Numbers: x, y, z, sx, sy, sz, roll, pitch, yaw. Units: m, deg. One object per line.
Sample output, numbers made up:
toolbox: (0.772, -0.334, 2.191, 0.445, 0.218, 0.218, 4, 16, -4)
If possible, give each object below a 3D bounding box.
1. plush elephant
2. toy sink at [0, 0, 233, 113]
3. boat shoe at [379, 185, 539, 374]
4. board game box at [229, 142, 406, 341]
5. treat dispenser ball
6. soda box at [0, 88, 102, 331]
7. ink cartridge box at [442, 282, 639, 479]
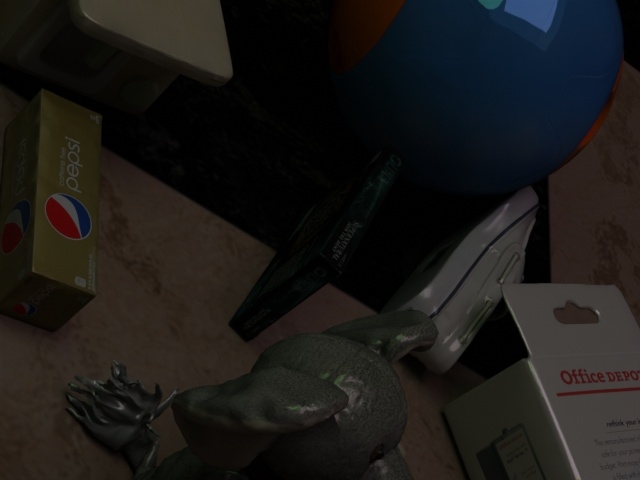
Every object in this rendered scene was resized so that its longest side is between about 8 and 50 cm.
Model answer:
plush elephant: (-0.008, 0.176, 1.121, 0.330, 0.255, 0.272, 55, 37, 3)
toy sink: (-0.184, -0.204, 1.351, 0.153, 0.131, 0.234, 19, 43, -37)
boat shoe: (0.154, 0.035, 1.545, 0.088, 0.096, 0.267, 53, 38, -6)
board game box: (0.000, 0.000, 1.382, 0.026, 0.126, 0.186, 45, 38, -10)
treat dispenser ball: (0.150, -0.186, 1.556, 0.288, 0.288, 0.288, 27, 44, -29)
soda box: (-0.210, -0.026, 1.234, 0.058, 0.061, 0.181, 23, 46, -32)
ink cartridge box: (0.249, 0.219, 1.471, 0.207, 0.119, 0.353, 3, 60, -45)
